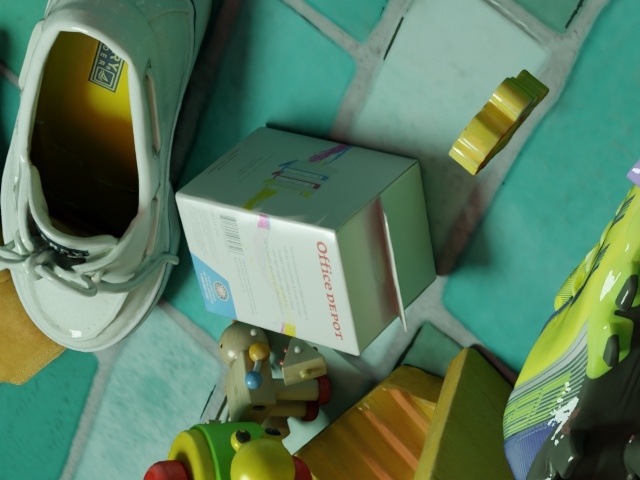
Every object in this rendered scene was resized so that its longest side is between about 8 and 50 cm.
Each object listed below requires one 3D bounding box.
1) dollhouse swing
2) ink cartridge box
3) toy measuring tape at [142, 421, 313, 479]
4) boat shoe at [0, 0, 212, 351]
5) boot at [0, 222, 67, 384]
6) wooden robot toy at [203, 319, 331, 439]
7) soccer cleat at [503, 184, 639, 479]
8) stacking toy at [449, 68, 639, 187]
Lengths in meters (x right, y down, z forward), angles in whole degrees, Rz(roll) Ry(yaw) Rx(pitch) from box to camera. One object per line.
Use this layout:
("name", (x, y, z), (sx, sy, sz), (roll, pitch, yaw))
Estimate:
("dollhouse swing", (0.027, 0.320, 1.167), (0.315, 0.305, 0.347), (47, 143, 2))
("ink cartridge box", (0.000, 0.000, 1.096), (0.143, 0.090, 0.092), (14, 130, 34))
("toy measuring tape", (-0.080, 0.212, 1.246), (0.121, 0.121, 0.330), (41, 143, 10))
("boat shoe", (-0.157, -0.022, 1.158), (0.135, 0.156, 0.367), (23, 136, 1))
("boot", (-0.260, 0.000, 1.354), (0.211, 0.104, 0.295), (44, 145, -3))
("wooden robot toy", (-0.044, 0.093, 1.256), (0.173, 0.076, 0.079), (-55, 44, 51))
("soccer cleat", (0.165, 0.028, 0.964), (0.121, 0.093, 0.289), (-107, 29, -48))
("stacking toy", (0.188, -0.075, 0.816), (0.167, 0.052, 0.221), (40, 108, 9))
